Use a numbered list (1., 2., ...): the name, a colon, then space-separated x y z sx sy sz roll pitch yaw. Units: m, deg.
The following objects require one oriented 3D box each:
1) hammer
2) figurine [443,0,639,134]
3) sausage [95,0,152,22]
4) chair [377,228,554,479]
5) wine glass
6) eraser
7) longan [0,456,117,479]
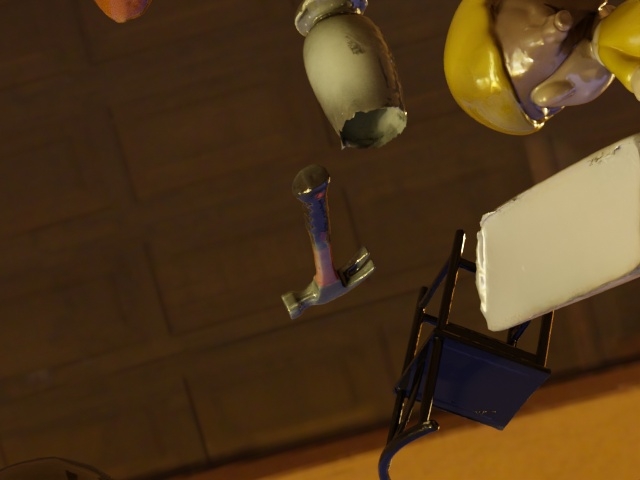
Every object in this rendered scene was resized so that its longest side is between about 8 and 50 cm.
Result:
1. hammer: 0.000 -0.001 1.568 0.111 0.033 0.288 -25 156 -7
2. figurine: 0.300 -0.223 1.615 0.343 0.187 0.215 -7 -152 38
3. sausage: -0.207 -0.346 1.559 0.098 0.238 0.098 5 -139 -5
4. chair: 0.159 0.141 1.588 0.141 0.260 0.154 19 144 -5
5. wine glass: 0.038 -0.218 1.848 0.111 0.204 0.111 -14 152 -8
6. eraser: 0.310 -0.053 1.041 0.396 0.082 0.213 -18 174 -31
7. longan: -0.241 0.307 1.273 0.246 0.246 0.215 -13 -150 16
